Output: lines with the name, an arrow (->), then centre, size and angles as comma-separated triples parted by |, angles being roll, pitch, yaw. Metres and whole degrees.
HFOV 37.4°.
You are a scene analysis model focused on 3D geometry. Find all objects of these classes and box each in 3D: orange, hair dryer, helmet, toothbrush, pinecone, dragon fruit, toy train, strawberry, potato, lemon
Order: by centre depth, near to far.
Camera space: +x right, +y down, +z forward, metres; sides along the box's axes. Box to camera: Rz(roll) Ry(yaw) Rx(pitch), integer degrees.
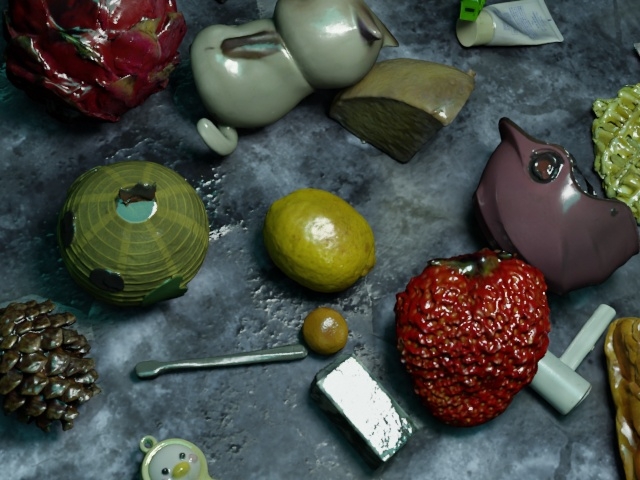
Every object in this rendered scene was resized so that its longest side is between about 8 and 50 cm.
pinecone -> -0.441, 0.193, 1.478 | 0.205, 0.179, 0.184 | 41, 76, -21
strawberry -> 0.256, 0.156, 1.569 | 0.261, 0.261, 0.257 | 1, 59, -9
toothbrush -> -0.163, 0.204, 1.597 | 0.298, 0.030, 0.030 | -6, 60, -13
orange -> 0.009, 0.156, 1.619 | 0.085, 0.085, 0.085 | 3, 68, -8
lemon -> 0.000, 0.000, 1.634 | 0.207, 0.170, 0.170 | 37, 67, 0
dragon fruit -> -0.397, -0.357, 1.638 | 0.330, 0.329, 0.329 | 3, 68, -8
helmet -> 0.387, -0.040, 1.676 | 0.338, 0.271, 0.197 | 41, 89, 12
hair dryer -> 0.454, 0.185, 1.687 | 0.131, 0.073, 0.236 | 42, 65, 9
potato -> 0.164, -0.289, 1.731 | 0.189, 0.264, 0.211 | 38, 73, -3
toy train -> 0.318, -0.499, 1.902 | 0.042, 0.044, 0.209 | 12, 36, 12

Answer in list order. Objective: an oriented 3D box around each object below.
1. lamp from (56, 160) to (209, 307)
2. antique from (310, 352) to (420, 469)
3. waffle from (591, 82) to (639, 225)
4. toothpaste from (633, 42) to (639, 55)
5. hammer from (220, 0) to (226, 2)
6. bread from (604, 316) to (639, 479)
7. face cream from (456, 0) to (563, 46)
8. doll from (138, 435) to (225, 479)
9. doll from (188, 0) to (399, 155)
lamp -> -0.297, -0.021, 1.529 | 0.250, 0.284, 0.250 | 6, 66, -13
antique -> 0.067, 0.280, 1.572 | 0.086, 0.088, 0.183 | -37, 78, -22
waffle -> 0.679, -0.176, 1.843 | 0.298, 0.073, 0.316 | -4, 77, 1
toothpaste -> 0.741, -0.286, 1.935 | 0.075, 0.048, 0.300 | -21, 72, -11
hammer -> -0.125, -0.628, 1.934 | 0.111, 0.043, 0.365 | 39, 66, 7
bread -> 0.598, 0.294, 1.621 | 0.195, 0.149, 0.343 | 1, 69, -8
face cream -> 0.390, -0.442, 1.941 | 0.224, 0.070, 0.114 | -13, 71, -27
doll -> -0.176, 0.410, 1.462 | 0.296, 0.117, 0.141 | 43, 65, 8
doll -> -0.069, -0.332, 1.686 | 0.370, 0.215, 0.225 | -29, 83, 13
